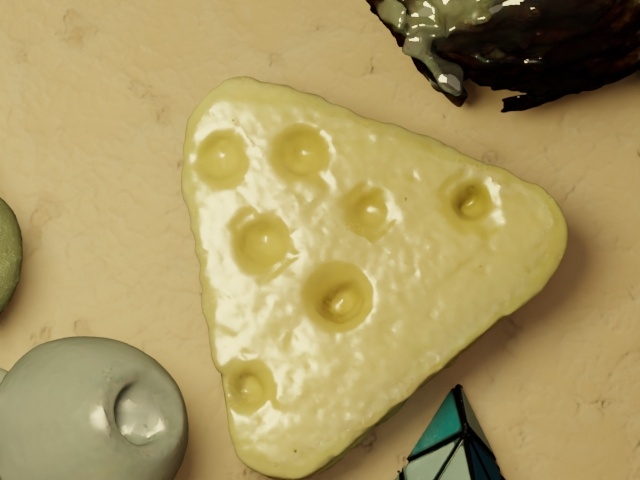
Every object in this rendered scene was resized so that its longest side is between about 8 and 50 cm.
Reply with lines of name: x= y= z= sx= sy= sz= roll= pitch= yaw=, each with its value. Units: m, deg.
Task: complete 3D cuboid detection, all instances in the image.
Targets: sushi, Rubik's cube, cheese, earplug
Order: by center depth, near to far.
Rubik's cube: x=0.153 y=0.305 z=1.601 sx=0.250 sy=0.234 sz=0.284 roll=39 pitch=78 yaw=3
earplug: x=-0.276 y=0.194 z=1.616 sx=0.325 sy=0.175 sz=0.214 roll=-17 pitch=86 yaw=4
sushi: x=0.185 y=-0.279 z=1.668 sx=0.299 sy=0.294 sz=0.281 roll=-25 pitch=76 yaw=13
cheese: x=-0.001 y=0.001 z=1.697 sx=0.384 sy=0.104 sz=0.384 roll=0 pitch=83 yaw=-2

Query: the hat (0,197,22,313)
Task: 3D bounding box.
hat: x=-0.352 y=0.017 z=1.653 sx=0.130 sy=0.257 sz=0.257 roll=13 pitch=76 yaw=-37
